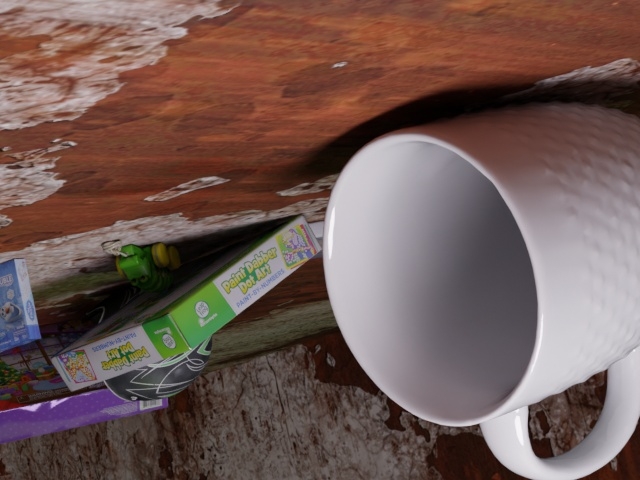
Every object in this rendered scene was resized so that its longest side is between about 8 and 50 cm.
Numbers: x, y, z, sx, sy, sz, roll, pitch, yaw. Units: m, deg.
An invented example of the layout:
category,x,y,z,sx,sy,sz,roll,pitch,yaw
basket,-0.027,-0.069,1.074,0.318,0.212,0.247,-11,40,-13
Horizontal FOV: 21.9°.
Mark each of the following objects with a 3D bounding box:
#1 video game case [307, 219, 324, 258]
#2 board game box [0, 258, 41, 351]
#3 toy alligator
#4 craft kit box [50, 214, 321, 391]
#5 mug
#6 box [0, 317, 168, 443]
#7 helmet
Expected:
category,x,y,z,sx,sy,sz,roll,pitch,yaw
video game case,0.000,0.000,2.123,0.201,0.023,0.183,-10,172,-24
board game box,-0.350,0.074,1.800,0.090,0.090,0.020,-19,168,33
toy alligator,-0.204,0.033,1.898,0.056,0.051,0.190,-16,172,13
craft kit box,-0.158,0.074,1.953,0.247,0.061,0.250,-25,-171,47
mug,0.220,0.049,1.594,0.328,0.374,0.276,-16,-169,-40
box,-0.383,0.191,2.310,0.293,0.057,0.201,-11,-151,-22
helmet,-0.226,0.134,2.182,0.169,0.169,0.161,-10,-171,-23
